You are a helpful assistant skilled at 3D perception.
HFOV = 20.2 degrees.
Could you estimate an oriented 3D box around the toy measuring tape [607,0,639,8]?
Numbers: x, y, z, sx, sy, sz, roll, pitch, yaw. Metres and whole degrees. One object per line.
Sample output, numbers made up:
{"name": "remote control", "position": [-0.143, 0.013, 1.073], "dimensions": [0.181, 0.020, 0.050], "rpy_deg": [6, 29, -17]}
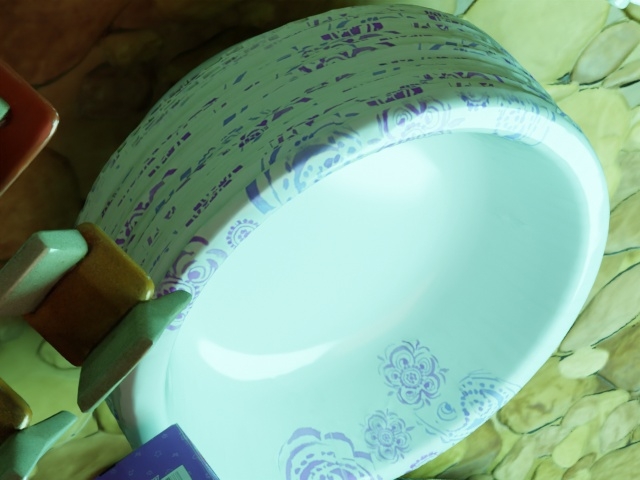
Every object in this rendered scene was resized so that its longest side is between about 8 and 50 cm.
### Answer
{"name": "toy measuring tape", "position": [0.309, -0.105, 1.105], "dimensions": [0.330, 0.121, 0.121], "rpy_deg": [11, 121, -41]}

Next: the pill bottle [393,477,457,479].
{"name": "pill bottle", "position": [0.088, 0.233, 1.263], "dimensions": [0.245, 0.130, 0.130], "rpy_deg": [9, 123, -40]}

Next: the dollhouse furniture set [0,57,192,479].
{"name": "dollhouse furniture set", "position": [-0.220, 0.015, 0.761], "dimensions": [0.259, 0.262, 0.135], "rpy_deg": [-46, 180, 11]}

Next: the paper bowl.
{"name": "paper bowl", "position": [0.000, 0.000, 0.962], "dimensions": [0.284, 0.148, 0.284], "rpy_deg": [-20, 137, -20]}

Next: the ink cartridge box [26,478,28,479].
{"name": "ink cartridge box", "position": [-0.226, 0.159, 0.946], "dimensions": [0.092, 0.158, 0.218], "rpy_deg": [-39, 140, 3]}

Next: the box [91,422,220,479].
{"name": "box", "position": [-0.147, 0.240, 0.911], "dimensions": [0.293, 0.057, 0.201], "rpy_deg": [-34, 139, -6]}
